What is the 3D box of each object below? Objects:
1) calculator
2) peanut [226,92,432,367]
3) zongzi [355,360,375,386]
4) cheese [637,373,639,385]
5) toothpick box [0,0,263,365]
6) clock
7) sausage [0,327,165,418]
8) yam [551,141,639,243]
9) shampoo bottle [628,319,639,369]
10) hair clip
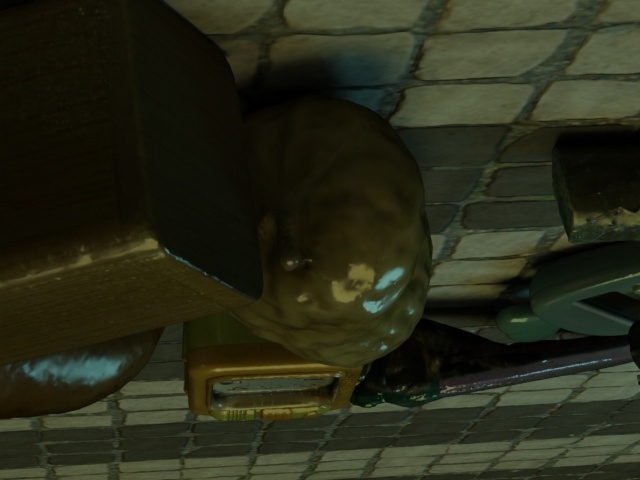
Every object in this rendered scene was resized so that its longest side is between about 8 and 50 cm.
[{"bbox_3d":[0.276,0.033,1.592,0.298,0.041,0.185,-16,161,31],"label":"calculator"},{"bbox_3d":[-0.008,-0.005,1.202,0.159,0.143,0.291,28,174,9],"label":"peanut"},{"bbox_3d":[0.010,0.116,1.827,0.113,0.052,0.104,19,161,-27],"label":"zongzi"},{"bbox_3d":[0.410,0.109,1.890,0.235,0.050,0.127,-15,165,25],"label":"cheese"},{"bbox_3d":[-0.204,-0.013,1.041,0.308,0.190,0.187,-13,161,17],"label":"toothpick box"},{"bbox_3d":[-0.040,0.085,1.600,0.143,0.096,0.202,0,164,-3],"label":"clock"},{"bbox_3d":[-0.317,0.058,1.376,0.500,0.123,0.136,12,129,-46],"label":"sausage"},{"bbox_3d":[0.233,-0.034,1.287,0.169,0.068,0.068,-2,165,-6],"label":"yam"},{"bbox_3d":[0.356,0.056,1.539,0.233,0.049,0.087,-20,161,34],"label":"shampoo bottle"},{"bbox_3d":[0.190,0.099,1.750,0.358,0.096,0.110,1,138,-32],"label":"hair clip"}]
